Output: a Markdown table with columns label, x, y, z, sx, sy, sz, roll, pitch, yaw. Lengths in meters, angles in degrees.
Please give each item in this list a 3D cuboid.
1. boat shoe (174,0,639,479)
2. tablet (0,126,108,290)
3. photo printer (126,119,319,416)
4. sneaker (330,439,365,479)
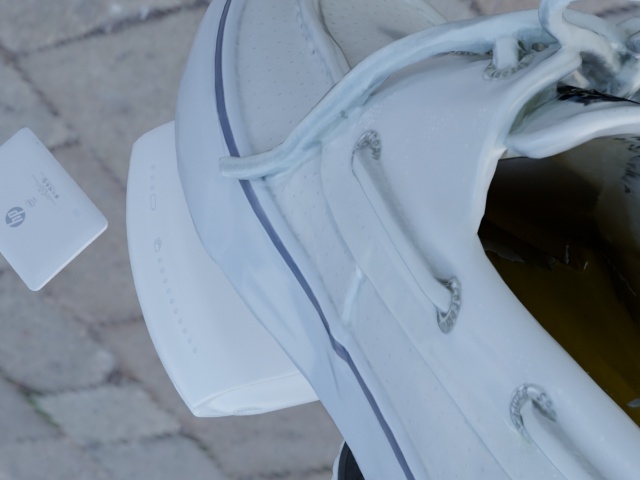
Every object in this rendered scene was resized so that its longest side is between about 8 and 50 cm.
| label | x | y | z | sx | sy | sz | roll | pitch | yaw |
| --- | --- | --- | --- | --- | --- | --- | --- | --- | --- |
| boat shoe | 0.062 | -0.004 | 0.461 | 0.136 | 0.367 | 0.156 | 11 | 125 | -26 |
| tablet | -0.154 | -0.017 | 0.939 | 0.083 | 0.054 | 0.006 | 47 | 179 | 29 |
| photo printer | 0.000 | 0.000 | 1.439 | 0.308 | 0.256 | 0.107 | -12 | 162 | -4 |
| sneaker | 0.018 | 0.271 | 1.418 | 0.099 | 0.262 | 0.121 | 27 | 159 | 10 |
